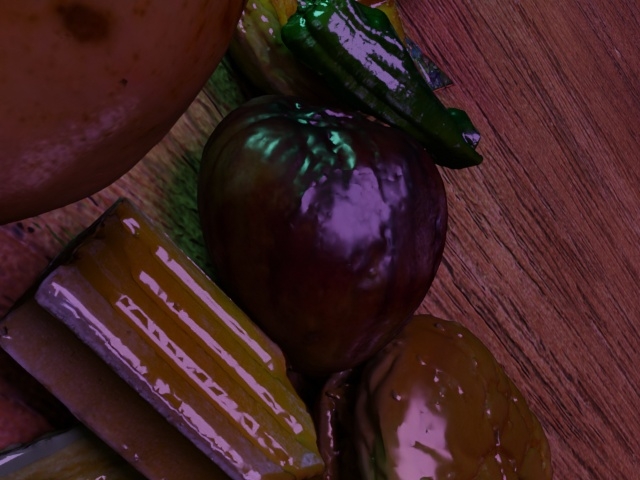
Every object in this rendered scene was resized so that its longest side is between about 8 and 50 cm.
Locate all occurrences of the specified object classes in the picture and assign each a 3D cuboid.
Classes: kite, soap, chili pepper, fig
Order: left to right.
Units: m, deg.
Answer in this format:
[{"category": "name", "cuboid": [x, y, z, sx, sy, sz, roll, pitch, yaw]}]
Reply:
[{"category": "soap", "cuboid": [-0.102, 0.103, 0.591, 0.257, 0.080, 0.160, 48, 22, -15]}, {"category": "fig", "cuboid": [0.002, -0.011, 0.716, 0.224, 0.224, 0.263, -10, 81, -51]}, {"category": "chili pepper", "cuboid": [0.071, -0.151, 0.767, 0.253, 0.083, 0.099, 36, 26, -34]}, {"category": "kite", "cuboid": [0.136, -0.240, 1.121, 0.241, 0.014, 0.183, -18, 90, -53]}]

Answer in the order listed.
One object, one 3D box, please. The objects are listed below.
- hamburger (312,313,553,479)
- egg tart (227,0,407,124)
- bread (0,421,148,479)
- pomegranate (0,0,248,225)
[{"category": "hamburger", "cuboid": [0.119, 0.214, 0.798, 0.319, 0.158, 0.318, 25, 56, -45]}, {"category": "egg tart", "cuboid": [-0.022, -0.240, 0.857, 0.295, 0.116, 0.294, 19, 62, -42]}, {"category": "bread", "cuboid": [-0.153, 0.269, 0.543, 0.301, 0.045, 0.301, 21, 60, -43]}, {"category": "pomegranate", "cuboid": [-0.218, -0.202, 0.409, 0.411, 0.411, 0.411, 23, 58, -43]}]
